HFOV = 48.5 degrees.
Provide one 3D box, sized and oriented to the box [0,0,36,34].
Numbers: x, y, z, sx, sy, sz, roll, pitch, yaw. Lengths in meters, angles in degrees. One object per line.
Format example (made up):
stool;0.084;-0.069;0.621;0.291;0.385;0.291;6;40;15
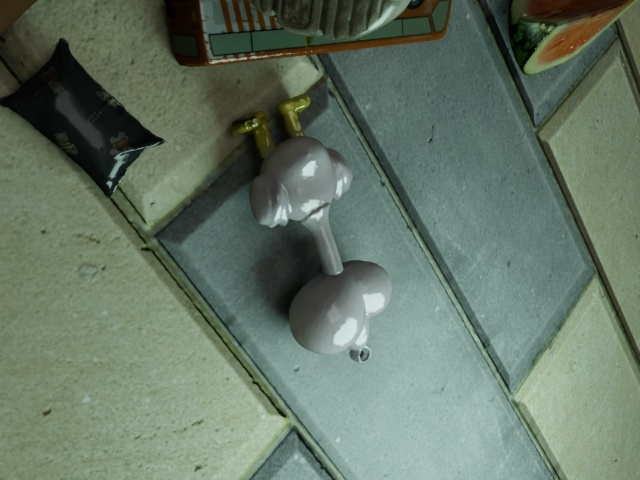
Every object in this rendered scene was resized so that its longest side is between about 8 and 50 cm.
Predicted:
box;-0.278;-0.332;0.562;0.229;0.239;0.339;46;76;-21

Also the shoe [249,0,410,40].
shoe;-0.010;-0.359;0.757;0.198;0.351;0.171;-28;152;-42

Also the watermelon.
watermelon;0.394;-0.381;1.181;0.303;0.159;0.128;-27;79;-31

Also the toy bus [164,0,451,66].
toy bus;0.004;-0.286;0.905;0.409;0.093;0.092;-17;111;-35

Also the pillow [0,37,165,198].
pillow;-0.247;-0.126;0.750;0.150;0.048;0.090;45;59;-26

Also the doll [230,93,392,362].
doll;0.001;0.000;0.921;0.160;0.094;0.365;-29;110;-35
